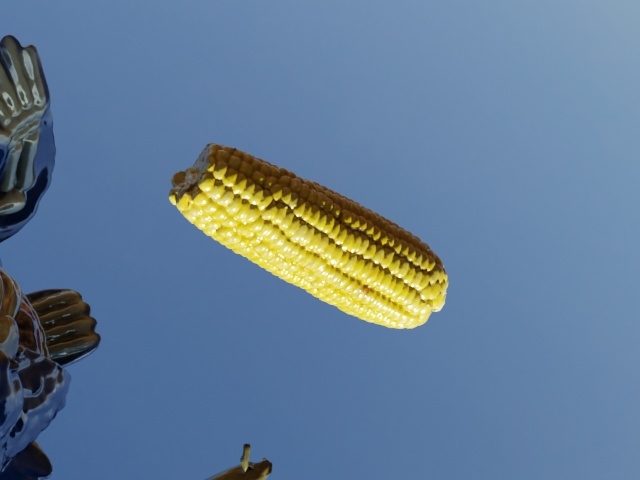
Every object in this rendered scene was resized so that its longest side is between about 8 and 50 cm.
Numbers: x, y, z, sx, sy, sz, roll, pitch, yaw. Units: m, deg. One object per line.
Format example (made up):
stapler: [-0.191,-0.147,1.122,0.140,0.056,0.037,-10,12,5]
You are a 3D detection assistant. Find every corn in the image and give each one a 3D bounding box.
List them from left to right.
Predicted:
corn: [0.000,0.000,0.708,0.206,0.067,0.067,28,-146,-28]

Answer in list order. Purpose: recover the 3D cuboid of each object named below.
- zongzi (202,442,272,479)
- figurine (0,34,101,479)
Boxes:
zongzi: [-0.178,0.418,0.971,0.181,0.418,0.447,58,180,-33]
figurine: [-0.175,0.039,0.489,0.121,0.262,0.164,6,-124,-1]
